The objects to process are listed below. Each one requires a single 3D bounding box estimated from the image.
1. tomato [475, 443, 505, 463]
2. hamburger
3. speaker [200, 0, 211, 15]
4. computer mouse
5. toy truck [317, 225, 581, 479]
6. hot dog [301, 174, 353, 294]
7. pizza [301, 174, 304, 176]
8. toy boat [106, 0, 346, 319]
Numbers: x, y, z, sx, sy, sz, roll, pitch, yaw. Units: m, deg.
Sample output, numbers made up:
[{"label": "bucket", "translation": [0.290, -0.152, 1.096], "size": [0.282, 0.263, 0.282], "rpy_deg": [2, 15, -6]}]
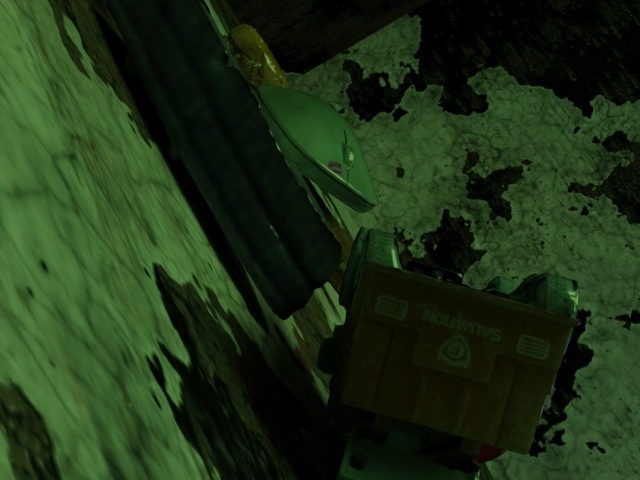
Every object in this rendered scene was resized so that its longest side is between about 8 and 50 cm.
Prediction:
[{"label": "tomato", "translation": [0.188, 0.266, 1.677], "size": [0.159, 0.091, 0.139], "rpy_deg": [32, -19, 25]}, {"label": "hamburger", "translation": [-0.108, -0.270, 1.858], "size": [0.138, 0.083, 0.147], "rpy_deg": [53, 4, -32]}, {"label": "speaker", "translation": [-0.163, -0.274, 1.423], "size": [0.082, 0.044, 0.218], "rpy_deg": [58, 4, -26]}, {"label": "computer mouse", "translation": [-0.007, -0.137, 1.582], "size": [0.159, 0.097, 0.288], "rpy_deg": [36, 3, -30]}, {"label": "toy truck", "translation": [0.063, 0.098, 0.805], "size": [0.133, 0.184, 0.338], "rpy_deg": [16, -2, 0]}, {"label": "hot dog", "translation": [0.000, 0.000, 1.482], "size": [0.066, 0.047, 0.216], "rpy_deg": [6, 42, -48]}, {"label": "pizza", "translation": [-0.034, -0.073, 1.680], "size": [0.185, 0.036, 0.176], "rpy_deg": [61, 4, 25]}, {"label": "toy boat", "translation": [-0.070, -0.072, 0.883], "size": [0.283, 0.078, 0.127], "rpy_deg": [60, 0, 20]}]
